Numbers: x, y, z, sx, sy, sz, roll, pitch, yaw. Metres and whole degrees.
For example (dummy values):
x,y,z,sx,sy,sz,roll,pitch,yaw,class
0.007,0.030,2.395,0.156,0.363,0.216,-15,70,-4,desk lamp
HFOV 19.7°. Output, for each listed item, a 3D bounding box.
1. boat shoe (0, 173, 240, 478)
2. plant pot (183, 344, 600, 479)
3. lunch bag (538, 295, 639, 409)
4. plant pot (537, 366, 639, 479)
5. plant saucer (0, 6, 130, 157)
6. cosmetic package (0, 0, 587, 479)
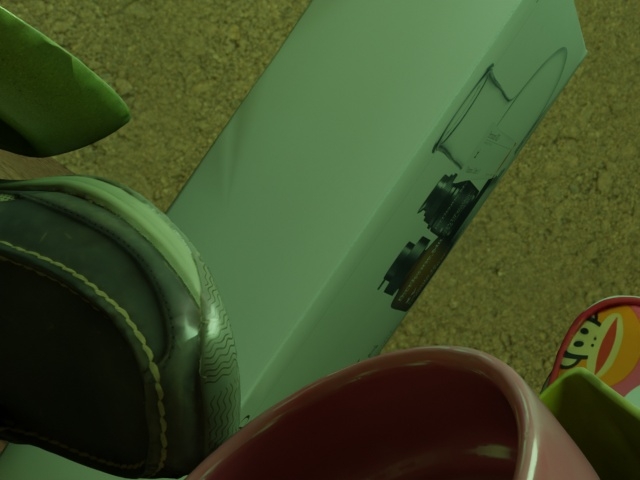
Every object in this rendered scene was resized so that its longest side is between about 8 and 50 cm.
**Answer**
x,y,z,sx,sy,sz,roll,pitch,yaw,class
-0.172,0.036,0.824,0.130,0.132,0.355,-20,24,-35,boat shoe
0.040,0.169,0.659,0.180,0.201,0.201,51,-4,-22,plant pot
0.233,0.197,1.130,0.258,0.293,0.120,22,0,11,lunch bag
0.144,0.223,0.942,0.187,0.212,0.212,48,-2,-15,plant pot
-0.202,-0.096,0.844,0.241,0.037,0.241,25,-8,4,plant saucer
0.000,0.000,1.015,0.097,0.377,0.284,35,2,14,cosmetic package
